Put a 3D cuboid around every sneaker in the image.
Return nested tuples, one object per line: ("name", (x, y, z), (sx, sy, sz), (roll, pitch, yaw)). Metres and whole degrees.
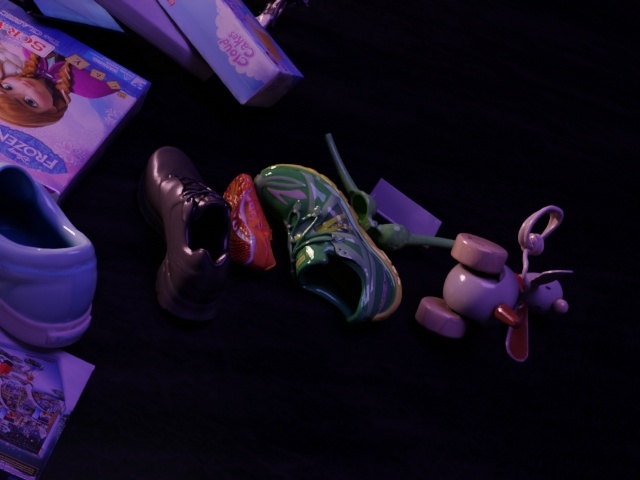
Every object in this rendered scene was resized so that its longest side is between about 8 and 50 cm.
("sneaker", (-0.106, -0.024, 1.237), (0.067, 0.064, 0.175), (29, 39, -42))
("sneaker", (-0.376, -0.046, 0.941), (0.366, 0.150, 0.135), (35, 30, 15))
("sneaker", (0.000, 0.000, 1.239), (0.295, 0.109, 0.123), (48, 35, 14))
("sneaker", (-0.170, -0.034, 1.130), (0.109, 0.130, 0.286), (4, 47, -32))

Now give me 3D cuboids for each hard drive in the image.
("hard drive", (0.141, -0.044, 1.461), (0.135, 0.022, 0.094), (36, 38, 0))
("hard drive", (-0.305, -0.403, 1.372), (0.307, 0.040, 0.203), (31, 27, -54))

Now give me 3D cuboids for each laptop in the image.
("laptop", (-0.430, -0.441, 1.290), (0.137, 0.264, 0.234), (-28, 41, -13))

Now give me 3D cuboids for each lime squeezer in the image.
("lime squeezer", (0.105, -0.053, 1.391), (0.310, 0.059, 0.110), (38, 72, 2))

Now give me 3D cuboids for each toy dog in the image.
("toy dog", (0.313, 0.091, 1.328), (0.334, 0.220, 0.161), (-15, 38, -35))

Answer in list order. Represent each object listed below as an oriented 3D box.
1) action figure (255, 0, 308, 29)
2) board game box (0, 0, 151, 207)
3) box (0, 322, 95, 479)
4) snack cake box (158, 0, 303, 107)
("action figure", (-0.133, -0.500, 1.641), (0.164, 0.141, 0.276), (45, 9, 29))
("board game box", (-0.438, -0.206, 1.154), (0.319, 0.066, 0.318), (29, 38, -9))
("box", (-0.370, 0.147, 0.857), (0.233, 0.044, 0.159), (28, 38, -10))
("snack cake box", (-0.159, -0.355, 1.432), (0.264, 0.089, 0.152), (51, 14, 3))
